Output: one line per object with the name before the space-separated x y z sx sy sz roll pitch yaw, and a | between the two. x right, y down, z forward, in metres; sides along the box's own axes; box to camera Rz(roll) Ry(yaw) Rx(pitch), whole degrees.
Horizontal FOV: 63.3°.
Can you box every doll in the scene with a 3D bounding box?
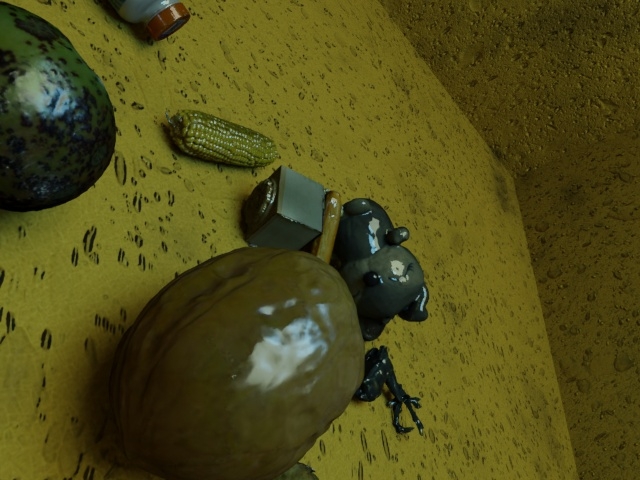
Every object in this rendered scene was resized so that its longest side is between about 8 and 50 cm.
doll | 0.170 0.052 1.397 0.379 0.252 0.382 -23 94 -57

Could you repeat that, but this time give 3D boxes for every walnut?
walnut | -0.124 0.177 0.784 0.398 0.354 0.307 -39 99 -41

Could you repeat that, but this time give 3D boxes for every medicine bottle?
medicine bottle | -0.403 -0.575 1.097 0.288 0.157 0.157 54 34 -15

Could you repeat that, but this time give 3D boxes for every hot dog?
hot dog | 0.000 0.000 1.240 0.068 0.100 0.249 12 96 -29

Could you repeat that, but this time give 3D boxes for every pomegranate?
pomegranate | -0.451 -0.139 0.684 0.341 0.285 0.285 -40 104 -23

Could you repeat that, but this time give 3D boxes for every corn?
corn | -0.215 -0.221 1.175 0.310 0.102 0.101 10 61 -53

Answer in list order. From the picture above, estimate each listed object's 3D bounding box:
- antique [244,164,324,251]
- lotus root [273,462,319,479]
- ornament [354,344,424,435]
antique | -0.088 -0.063 1.188 0.148 0.147 0.151 25 48 -29
lotus root | -0.054 0.507 0.877 0.145 0.129 0.260 46 37 -42
ornament | 0.178 0.407 1.309 0.236 0.080 0.202 61 29 -6
